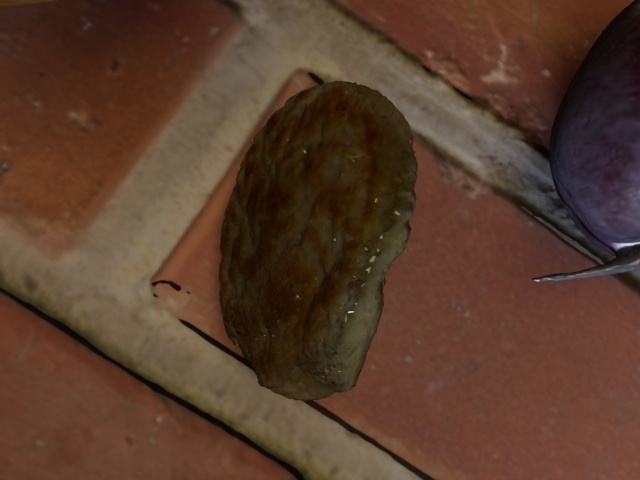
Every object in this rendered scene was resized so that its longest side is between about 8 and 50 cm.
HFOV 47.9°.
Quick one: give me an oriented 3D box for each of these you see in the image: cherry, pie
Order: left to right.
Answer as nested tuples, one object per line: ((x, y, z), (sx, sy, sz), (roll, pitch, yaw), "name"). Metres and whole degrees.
((0.000, 0.000, 0.442), (0.079, 0.163, 0.193), (13, 86, -29), "pie")
((0.265, -0.066, 0.483), (0.213, 0.183, 0.266), (24, 81, -11), "cherry")

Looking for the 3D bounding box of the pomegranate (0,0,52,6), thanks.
((-0.205, -0.298, 0.329), (0.416, 0.416, 0.417), (1, 82, -11), "pomegranate")
